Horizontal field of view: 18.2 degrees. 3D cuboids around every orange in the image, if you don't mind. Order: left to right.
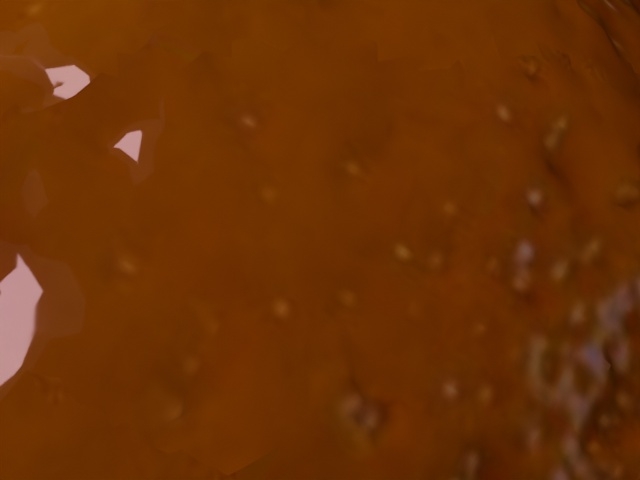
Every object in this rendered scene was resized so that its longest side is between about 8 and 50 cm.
[{"bbox_3d":[-0.062,0.035,0.462,0.340,0.293,0.341,-23,40,21],"label":"orange"}]
